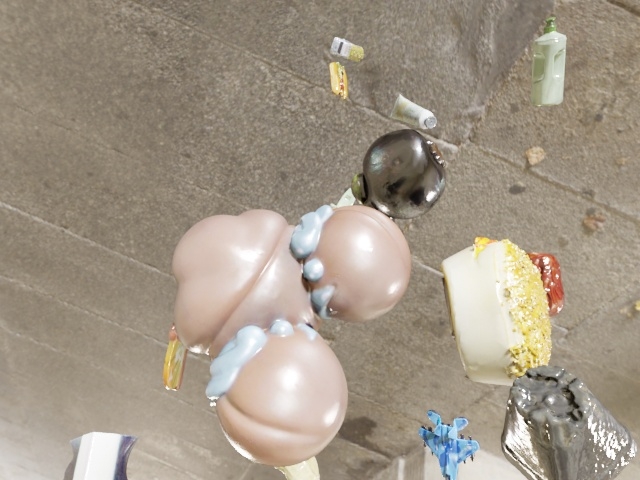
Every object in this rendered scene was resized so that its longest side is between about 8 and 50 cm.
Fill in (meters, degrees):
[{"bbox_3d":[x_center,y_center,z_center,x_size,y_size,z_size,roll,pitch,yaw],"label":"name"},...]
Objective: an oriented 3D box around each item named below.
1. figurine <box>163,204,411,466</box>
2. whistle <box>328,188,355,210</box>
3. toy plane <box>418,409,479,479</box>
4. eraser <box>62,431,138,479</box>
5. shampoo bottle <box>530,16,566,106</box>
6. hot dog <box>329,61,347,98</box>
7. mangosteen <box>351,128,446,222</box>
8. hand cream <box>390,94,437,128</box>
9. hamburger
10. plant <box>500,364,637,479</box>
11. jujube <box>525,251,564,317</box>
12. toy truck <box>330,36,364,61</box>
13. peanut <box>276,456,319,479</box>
[{"bbox_3d":[-0.083,0.093,0.544,0.248,0.276,0.388,29,160,-5],"label":"figurine"},{"bbox_3d":[0.059,-0.080,1.556,0.102,0.106,0.253,33,91,-9],"label":"whistle"},{"bbox_3d":[0.360,0.602,1.152,0.169,0.078,0.246,-3,101,35],"label":"toy plane"},{"bbox_3d":[-0.376,0.526,0.645,0.096,0.404,0.098,-28,140,27],"label":"eraser"},{"bbox_3d":[0.665,-0.520,1.211,0.087,0.118,0.234,2,115,27],"label":"shampoo bottle"},{"bbox_3d":[0.034,-0.288,0.740,0.037,0.083,0.021,15,149,-38],"label":"hot dog"},{"bbox_3d":[0.184,-0.147,0.993,0.243,0.243,0.243,8,129,11],"label":"mangosteen"},{"bbox_3d":[0.234,-0.328,1.071,0.042,0.194,0.067,4,116,-24],"label":"hand cream"},{"bbox_3d":[0.346,0.135,0.804,0.179,0.294,0.276,-15,141,21],"label":"hamburger"},{"bbox_3d":[0.374,0.306,0.641,0.164,0.142,0.256,-38,123,-9],"label":"plant"},{"bbox_3d":[0.757,0.155,1.436,0.155,0.155,0.230,1,92,17],"label":"jujube"},{"bbox_3d":[0.086,-0.597,1.303,0.063,0.123,0.052,32,117,23],"label":"toy truck"},{"bbox_3d":[-0.072,0.485,0.938,0.187,0.082,0.082,37,136,28],"label":"peanut"}]
